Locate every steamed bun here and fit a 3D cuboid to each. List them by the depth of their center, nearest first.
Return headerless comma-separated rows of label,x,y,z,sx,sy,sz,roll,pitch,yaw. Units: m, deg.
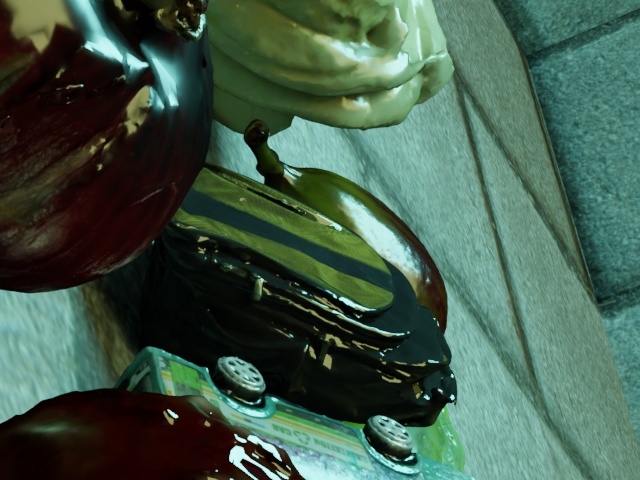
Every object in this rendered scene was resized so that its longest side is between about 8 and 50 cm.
steamed bun,-0.050,-0.260,1.626,0.372,0.230,0.324,59,18,-30

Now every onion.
onion,-0.160,-0.131,1.036,0.314,0.232,0.314,57,20,-33

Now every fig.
fig,-0.002,0.002,1.587,0.274,0.146,0.170,56,3,-37

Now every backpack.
backpack,-0.013,0.055,1.382,0.258,0.133,0.206,21,26,-11

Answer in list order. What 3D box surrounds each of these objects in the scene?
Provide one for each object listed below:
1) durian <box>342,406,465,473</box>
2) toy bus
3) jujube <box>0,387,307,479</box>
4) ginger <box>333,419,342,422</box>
durian,0.053,0.188,1.539,0.139,0.101,0.250,31,23,3
toy bus,-0.013,0.155,1.210,0.262,0.091,0.109,22,25,-25
jujube,-0.045,0.241,0.892,0.258,0.258,0.376,-89,157,-57
ginger,-0.017,0.162,1.422,0.104,0.080,0.204,53,22,-32
